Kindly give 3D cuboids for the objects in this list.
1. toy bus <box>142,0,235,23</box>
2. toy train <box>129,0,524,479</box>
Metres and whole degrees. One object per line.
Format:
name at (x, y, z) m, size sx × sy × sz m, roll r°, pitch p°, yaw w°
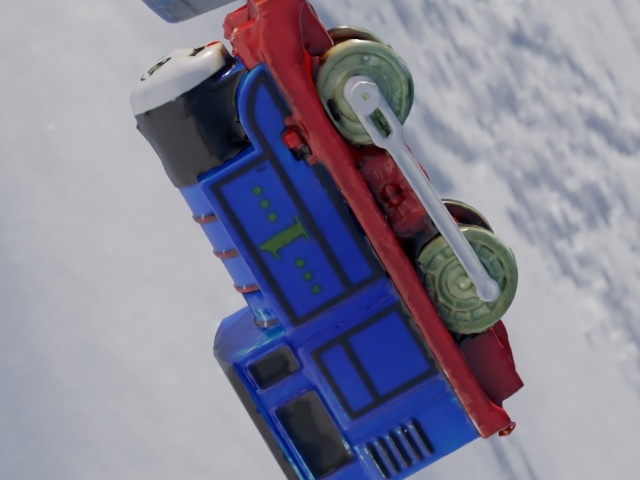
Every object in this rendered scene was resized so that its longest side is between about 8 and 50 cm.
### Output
toy bus at (0.005, -0.189, 0.950) m, size 0.094 × 0.237 × 0.079 m, roll 38°, pitch 35°, yaw -66°
toy train at (0.000, 0.000, 0.781) m, size 0.204 × 0.131 × 0.083 m, roll 60°, pitch 2°, yaw -13°
